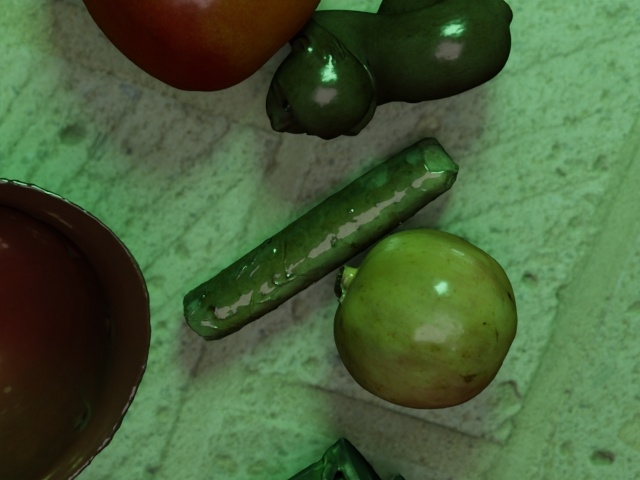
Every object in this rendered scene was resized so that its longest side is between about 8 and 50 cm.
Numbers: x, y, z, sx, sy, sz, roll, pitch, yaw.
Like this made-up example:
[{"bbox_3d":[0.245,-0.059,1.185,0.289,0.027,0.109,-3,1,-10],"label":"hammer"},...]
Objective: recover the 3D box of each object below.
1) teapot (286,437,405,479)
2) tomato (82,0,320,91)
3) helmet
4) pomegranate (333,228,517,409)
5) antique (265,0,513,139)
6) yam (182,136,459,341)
[{"bbox_3d":[-0.030,0.373,2.013,0.337,0.200,0.270,-33,132,5],"label":"teapot"},{"bbox_3d":[-0.118,-0.272,1.805,0.259,0.180,0.260,-1,103,-3],"label":"tomato"},{"bbox_3d":[-0.361,0.088,1.874,0.385,0.230,0.337,-38,107,-1],"label":"helmet"},{"bbox_3d":[0.103,0.082,1.925,0.191,0.191,0.191,-1,107,-3],"label":"pomegranate"},{"bbox_3d":[0.066,-0.174,1.867,0.257,0.143,0.121,-16,109,4],"label":"antique"},{"bbox_3d":[0.000,0.000,1.951,0.317,0.071,0.067,-33,150,9],"label":"yam"}]
